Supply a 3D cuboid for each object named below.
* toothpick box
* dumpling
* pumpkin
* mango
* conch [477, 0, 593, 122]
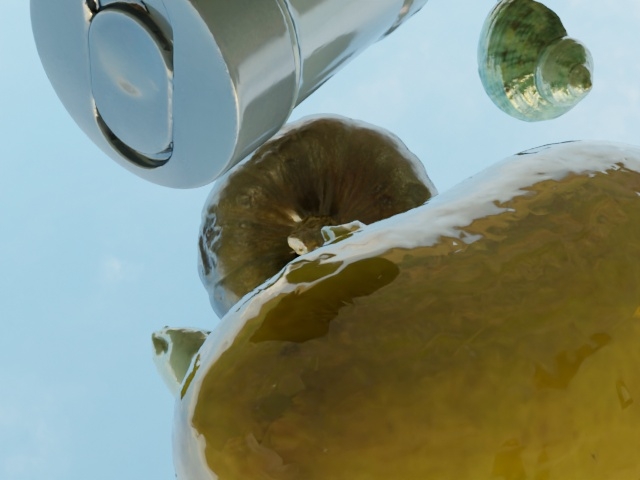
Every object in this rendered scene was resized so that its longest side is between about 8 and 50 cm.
[{"bbox_3d":[-0.028,-0.101,0.371,0.101,0.101,0.153,31,-132,15],"label":"toothpick box"},{"bbox_3d":[-0.143,0.184,1.283,0.149,0.104,0.217,-18,-141,-31],"label":"dumpling"},{"bbox_3d":[0.000,0.000,0.745,0.219,0.162,0.218,-1,-96,6],"label":"pumpkin"},{"bbox_3d":[0.122,0.088,0.483,0.445,0.221,0.301,7,-95,-43],"label":"mango"},{"bbox_3d":[0.316,-0.259,1.327,0.188,0.175,0.122,22,-152,19],"label":"conch"}]
